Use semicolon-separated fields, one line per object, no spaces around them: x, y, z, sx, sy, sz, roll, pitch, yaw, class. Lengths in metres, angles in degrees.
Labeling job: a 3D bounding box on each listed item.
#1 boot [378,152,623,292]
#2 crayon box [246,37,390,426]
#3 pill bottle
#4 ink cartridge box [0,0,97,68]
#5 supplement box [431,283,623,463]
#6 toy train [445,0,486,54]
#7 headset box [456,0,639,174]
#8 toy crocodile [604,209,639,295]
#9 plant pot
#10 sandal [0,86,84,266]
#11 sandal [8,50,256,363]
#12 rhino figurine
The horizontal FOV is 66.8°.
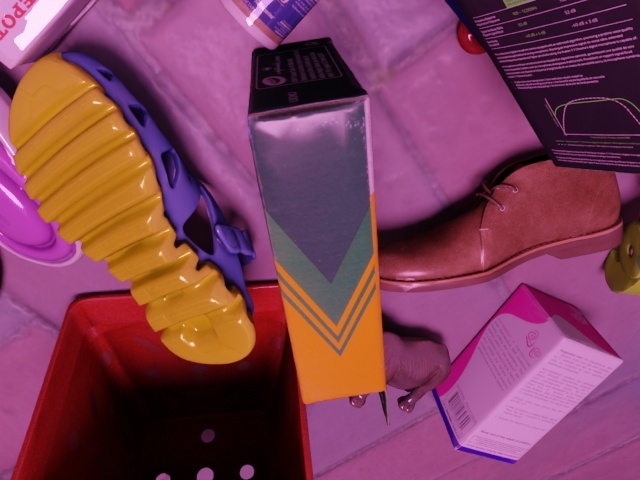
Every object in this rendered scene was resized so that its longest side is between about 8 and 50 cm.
0.187;-0.025;0.541;0.305;0.112;0.115;-16;112;-7;boot
0.000;0.000;0.462;0.083;0.203;0.323;-9;122;-1;crayon box
-0.024;-0.225;0.399;0.067;0.067;0.120;38;110;-26;pill bottle
-0.251;-0.244;0.342;0.139;0.082;0.190;-43;117;8;ink cartridge box
0.272;0.187;0.669;0.113;0.111;0.220;20;117;-19;supplement box
0.128;-0.269;0.379;0.248;0.105;0.143;37;100;-25;toy train
0.211;-0.226;0.303;0.246;0.131;0.283;-46;114;-7;headset box
0.391;-0.056;0.506;0.115;0.105;0.341;-3;132;8;toy crocodile
-0.152;0.233;0.572;0.267;0.267;0.236;-3;135;-5;plant pot
-0.355;-0.112;0.381;0.169;0.102;0.416;-21;125;30;sandal
-0.157;-0.028;0.470;0.126;0.138;0.317;-14;122;18;sandal
0.073;0.159;0.627;0.243;0.073;0.106;17;119;-34;rhino figurine
